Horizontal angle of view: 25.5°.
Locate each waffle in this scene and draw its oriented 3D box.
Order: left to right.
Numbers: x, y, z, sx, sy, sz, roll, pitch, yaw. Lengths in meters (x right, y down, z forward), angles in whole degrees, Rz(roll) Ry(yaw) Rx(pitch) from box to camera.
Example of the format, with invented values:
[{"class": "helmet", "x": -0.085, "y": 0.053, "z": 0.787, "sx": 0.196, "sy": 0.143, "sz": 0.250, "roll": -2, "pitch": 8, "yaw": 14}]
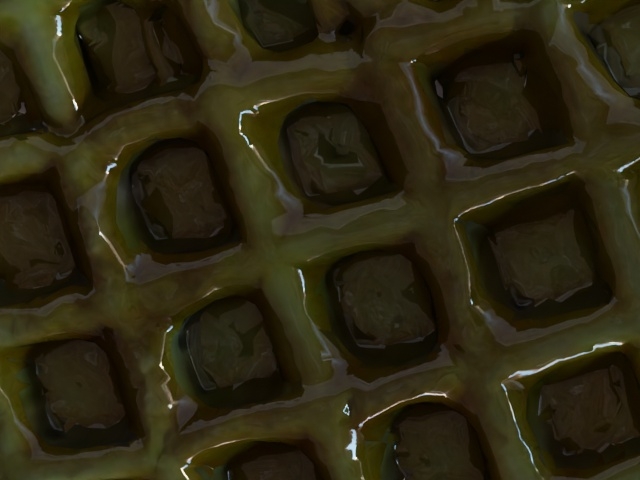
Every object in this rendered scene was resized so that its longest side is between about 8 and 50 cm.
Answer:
[{"class": "waffle", "x": 0.000, "y": 0.000, "z": 0.409, "sx": 0.317, "sy": 0.297, "sz": 0.073, "roll": 27, "pitch": -166, "yaw": 2}]
